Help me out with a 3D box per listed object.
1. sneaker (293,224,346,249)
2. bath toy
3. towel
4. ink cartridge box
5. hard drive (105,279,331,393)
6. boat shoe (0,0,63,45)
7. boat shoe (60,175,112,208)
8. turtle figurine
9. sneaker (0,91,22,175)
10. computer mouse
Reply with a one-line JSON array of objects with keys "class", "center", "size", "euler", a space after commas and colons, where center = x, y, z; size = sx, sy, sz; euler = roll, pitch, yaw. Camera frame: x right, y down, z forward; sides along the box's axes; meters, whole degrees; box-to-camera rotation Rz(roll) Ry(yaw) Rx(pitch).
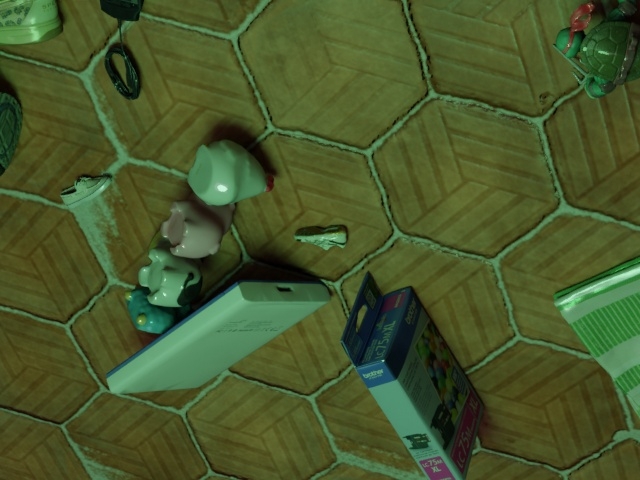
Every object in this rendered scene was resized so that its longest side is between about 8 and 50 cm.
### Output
[{"class": "sneaker", "center": [0.000, 0.000, 1.837], "size": [0.083, 0.032, 0.037], "euler": [-1, 122, 18]}, {"class": "bath toy", "center": [-0.183, -0.012, 1.827], "size": [0.129, 0.151, 0.348], "euler": [6, 131, -35]}, {"class": "towel", "center": [0.533, 0.158, 1.788], "size": [0.248, 0.038, 0.325], "euler": [-29, 111, 29]}, {"class": "ink cartridge box", "center": [0.146, 0.210, 1.841], "size": [0.065, 0.186, 0.311], "euler": [-22, 114, 30]}, {"class": "hard drive", "center": [-0.163, 0.154, 1.898], "size": [0.319, 0.210, 0.040], "euler": [-35, 67, 32]}, {"class": "boat shoe", "center": [-0.515, -0.334, 1.726], "size": [0.285, 0.104, 0.089], "euler": [-1, 119, 5]}, {"class": "boat shoe", "center": [-0.373, -0.083, 1.888], "size": [0.100, 0.035, 0.035], "euler": [-22, 117, 35]}, {"class": "turtle figurine", "center": [0.383, -0.244, 1.519], "size": [0.234, 0.118, 0.175], "euler": [14, 126, 0]}, {"class": "sneaker", "center": [-0.541, -0.201, 1.778], "size": [0.129, 0.111, 0.297], "euler": [10, 151, 17]}, {"class": "computer mouse", "center": [-0.278, -0.309, 1.712], "size": [0.071, 0.041, 0.242], "euler": [18, 133, 14]}]
